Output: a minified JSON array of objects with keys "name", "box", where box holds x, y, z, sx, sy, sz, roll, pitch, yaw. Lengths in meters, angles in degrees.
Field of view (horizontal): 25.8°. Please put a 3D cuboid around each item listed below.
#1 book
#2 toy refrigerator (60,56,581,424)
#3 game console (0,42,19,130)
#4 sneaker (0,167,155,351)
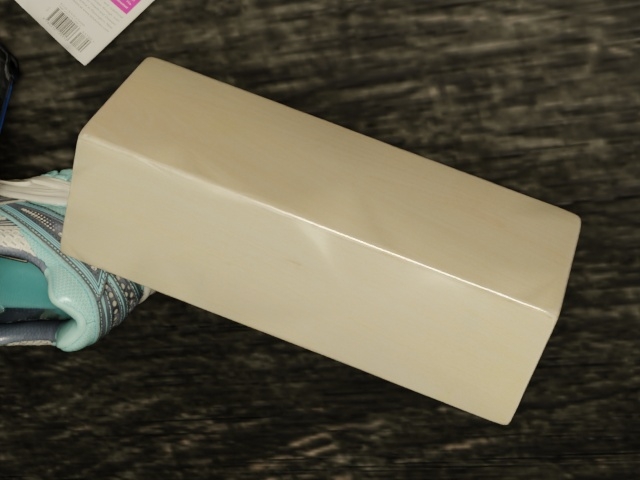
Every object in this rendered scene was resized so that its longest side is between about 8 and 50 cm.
[{"name":"book","box":[-0.119,-0.171,0.762,0.096,0.035,0.144,44,125,-16]},{"name":"toy refrigerator","box":[0.000,0.000,0.790,0.269,0.102,0.094,20,126,5]},{"name":"game console","box":[-0.347,-0.087,0.817,0.293,0.250,0.173,-10,145,25]},{"name":"sneaker","box":[-0.241,0.008,0.864,0.283,0.122,0.110,4,123,17]}]
